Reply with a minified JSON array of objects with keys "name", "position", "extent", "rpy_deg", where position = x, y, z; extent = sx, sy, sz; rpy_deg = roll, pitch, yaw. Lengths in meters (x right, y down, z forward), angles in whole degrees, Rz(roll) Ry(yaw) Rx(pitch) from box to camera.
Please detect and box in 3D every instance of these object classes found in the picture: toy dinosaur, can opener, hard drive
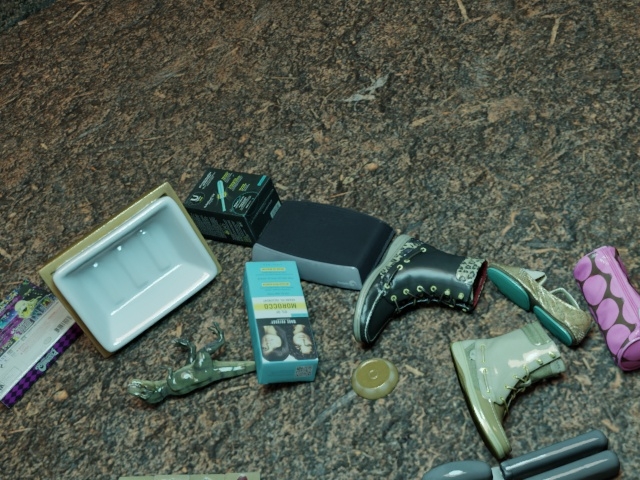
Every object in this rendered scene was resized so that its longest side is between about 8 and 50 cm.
[{"name":"toy dinosaur","position":[-0.216,0.220,1.511],"extent":[0.268,0.064,0.118],"rpy_deg":[-15,55,2]},{"name":"can opener","position":[0.289,0.341,1.195],"extent":[0.280,0.093,0.074],"rpy_deg":[-16,44,-1]},{"name":"hard drive","position":[0.000,0.000,1.635],"extent":[0.255,0.054,0.172],"rpy_deg":[13,55,30]}]

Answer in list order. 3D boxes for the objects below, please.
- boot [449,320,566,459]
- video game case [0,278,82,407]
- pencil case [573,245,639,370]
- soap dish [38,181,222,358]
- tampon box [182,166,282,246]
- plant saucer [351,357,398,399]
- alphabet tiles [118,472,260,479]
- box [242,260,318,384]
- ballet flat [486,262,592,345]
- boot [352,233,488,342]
[{"name":"boot","position":[0.307,0.227,1.300],"extent":[0.165,0.077,0.213],"rpy_deg":[-16,45,2]},{"name":"video game case","position":[-0.613,0.202,1.683],"extent":[0.210,0.042,0.232],"rpy_deg":[20,58,34]},{"name":"pencil case","position":[0.480,0.101,1.334],"extent":[0.095,0.098,0.209],"rpy_deg":[-18,44,3]},{"name":"soap dish","position":[-0.366,0.052,1.614],"extent":[0.291,0.229,0.118],"rpy_deg":[-38,31,-16]},{"name":"tampon box","position":[-0.181,-0.069,1.733],"extent":[0.161,0.101,0.120],"rpy_deg":[10,53,29]},{"name":"plant saucer","position":[0.091,0.231,1.415],"extent":[0.083,0.015,0.083],"rpy_deg":[-10,47,11]},{"name":"alphabet tiles","position":[-0.208,0.473,1.235],"extent":[0.343,0.011,0.285],"rpy_deg":[-2,41,0]},{"name":"box","position":[-0.077,0.143,1.503],"extent":[0.101,0.060,0.244],"rpy_deg":[-1,43,-14]},{"name":"ballet flat","position":[0.373,0.095,1.402],"extent":[0.067,0.073,0.206],"rpy_deg":[-36,56,-14]},{"name":"boot","position":[0.175,0.097,1.461],"extent":[0.179,0.085,0.236],"rpy_deg":[15,55,28]}]
